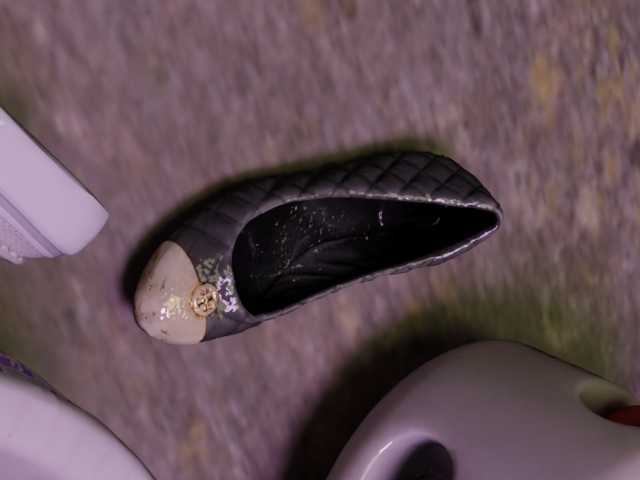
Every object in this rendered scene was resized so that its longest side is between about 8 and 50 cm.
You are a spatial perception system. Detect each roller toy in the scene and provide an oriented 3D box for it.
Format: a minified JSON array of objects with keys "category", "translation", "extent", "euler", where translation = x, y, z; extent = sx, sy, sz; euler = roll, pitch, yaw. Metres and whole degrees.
[{"category":"roller toy","translation":[0.090,0.146,0.744],"extent":[0.209,0.146,0.191],"euler":[-34,133,-33]}]

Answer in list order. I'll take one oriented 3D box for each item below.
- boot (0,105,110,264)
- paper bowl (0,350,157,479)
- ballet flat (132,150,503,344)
[{"category":"boot","translation":[-0.191,-0.039,0.501],"extent":[0.258,0.095,0.123],"euler":[40,86,-32]},{"category":"paper bowl","translation":[-0.187,0.149,0.522],"extent":[0.284,0.148,0.284],"euler":[-14,113,-35]},{"category":"ballet flat","translation":[0.000,0.000,0.683],"extent":[0.173,0.049,0.057],"euler":[-22,117,-31]}]
